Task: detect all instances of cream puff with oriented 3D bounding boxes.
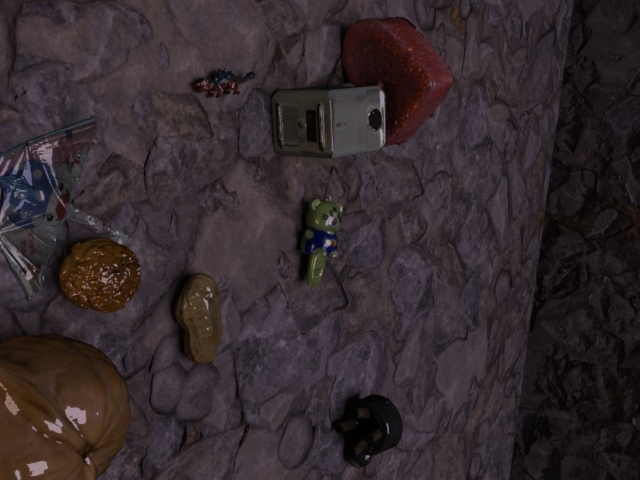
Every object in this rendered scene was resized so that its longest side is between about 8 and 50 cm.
[{"bbox_3d":[-0.372,0.063,1.134,0.144,0.103,0.126,21,90,-62],"label":"cream puff"}]

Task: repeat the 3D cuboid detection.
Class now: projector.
[{"bbox_3d":[0.029,-0.276,1.507,0.242,0.177,0.163,-18,113,-49],"label":"projector"}]

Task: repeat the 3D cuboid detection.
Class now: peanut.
[{"bbox_3d":[-0.245,0.162,1.335,0.093,0.083,0.194,-12,107,-49],"label":"peanut"}]

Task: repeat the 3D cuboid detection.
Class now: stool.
[{"bbox_3d":[0.131,0.538,1.816,0.139,0.153,0.228,-5,101,-50],"label":"stool"}]

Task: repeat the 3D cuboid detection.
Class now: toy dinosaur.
[{"bbox_3d":[-0.193,-0.320,1.328,0.154,0.049,0.055,-26,114,-40],"label":"toy dinosaur"}]

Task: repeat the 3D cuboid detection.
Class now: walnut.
[{"bbox_3d":[-0.435,0.275,0.981,0.296,0.285,0.285,-47,131,-45],"label":"walnut"}]

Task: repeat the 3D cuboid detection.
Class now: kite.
[{"bbox_3d":[-0.443,-0.060,1.105,0.314,0.011,0.335,29,76,-50],"label":"kite"}]

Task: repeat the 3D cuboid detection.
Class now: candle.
[{"bbox_3d":[0.175,-0.374,1.589,0.131,0.287,0.317,-22,117,-41],"label":"candle"}]

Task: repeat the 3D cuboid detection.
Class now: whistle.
[{"bbox_3d":[0.000,0.000,1.601,0.105,0.085,0.227,9,91,-42],"label":"whistle"}]
